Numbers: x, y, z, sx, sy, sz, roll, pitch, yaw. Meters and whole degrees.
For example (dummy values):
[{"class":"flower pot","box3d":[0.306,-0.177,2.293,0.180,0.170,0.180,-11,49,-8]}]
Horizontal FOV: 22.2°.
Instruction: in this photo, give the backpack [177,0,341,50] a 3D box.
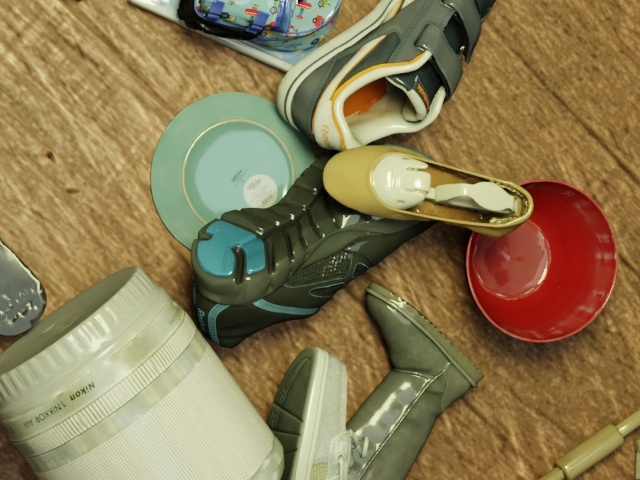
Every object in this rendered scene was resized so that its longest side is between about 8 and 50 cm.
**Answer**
[{"class":"backpack","box3d":[-0.047,-0.279,1.719,0.173,0.117,0.158,15,89,-18]}]

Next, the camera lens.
[{"class":"camera lens","box3d":[-0.186,0.192,1.664,0.219,0.219,0.274,-37,101,-12]}]

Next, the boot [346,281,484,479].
[{"class":"boot","box3d":[0.062,0.177,1.821,0.189,0.076,0.208,44,87,-11]}]

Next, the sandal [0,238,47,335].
[{"class":"sandal","box3d":[-0.382,-0.006,1.677,0.254,0.054,0.097,40,80,-7]}]

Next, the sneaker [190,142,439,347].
[{"class":"sneaker","box3d":[0.000,0.000,1.779,0.340,0.140,0.125,-23,54,-27]}]

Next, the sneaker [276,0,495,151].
[{"class":"sneaker","box3d":[0.111,-0.208,1.770,0.321,0.127,0.126,-43,139,-6]}]

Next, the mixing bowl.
[{"class":"mixing bowl","box3d":[0.233,0.020,1.843,0.181,0.098,0.181,-1,92,-16]}]

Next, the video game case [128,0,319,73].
[{"class":"video game case","box3d":[-0.077,-0.306,1.780,0.212,0.023,0.193,23,86,-16]}]

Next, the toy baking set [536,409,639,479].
[{"class":"toy baking set","box3d":[0.338,0.326,1.920,0.256,0.030,0.197,-28,99,-14]}]

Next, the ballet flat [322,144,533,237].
[{"class":"ballet flat","box3d":[0.119,-0.057,1.709,0.232,0.073,0.080,9,80,-21]}]

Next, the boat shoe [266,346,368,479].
[{"class":"boat shoe","box3d":[-0.002,0.275,1.739,0.103,0.118,0.321,6,85,-21]}]

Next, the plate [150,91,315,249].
[{"class":"plate","box3d":[-0.092,-0.069,1.785,0.188,0.024,0.188,0,91,-16]}]
